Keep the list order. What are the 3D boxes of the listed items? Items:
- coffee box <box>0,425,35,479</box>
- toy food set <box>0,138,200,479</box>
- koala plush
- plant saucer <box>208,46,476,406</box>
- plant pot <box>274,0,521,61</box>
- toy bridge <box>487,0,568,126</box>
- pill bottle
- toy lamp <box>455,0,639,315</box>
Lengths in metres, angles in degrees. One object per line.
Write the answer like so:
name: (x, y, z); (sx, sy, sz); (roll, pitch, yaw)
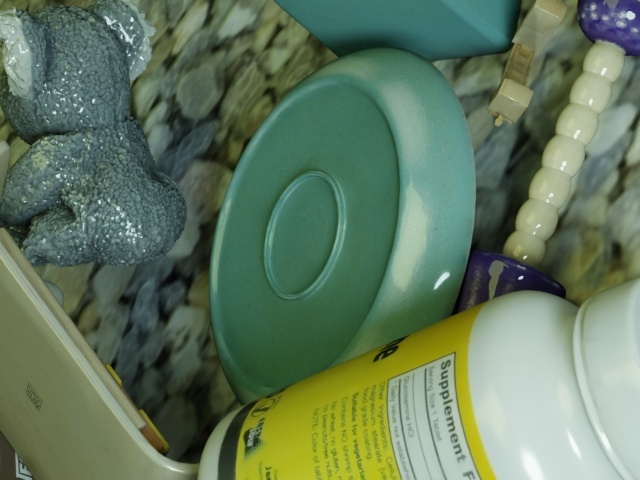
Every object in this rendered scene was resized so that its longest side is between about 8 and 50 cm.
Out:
coffee box: (-0.335, 0.245, 1.628); (0.297, 0.119, 0.168); (-30, 51, 27)
toy food set: (-0.181, 0.098, 1.450); (0.306, 0.092, 0.219); (52, 149, 14)
koala plush: (-0.209, -0.096, 1.605); (0.203, 0.196, 0.221); (7, 102, 37)
plant saucer: (0.000, 0.000, 1.454); (0.317, 0.044, 0.317); (-27, 56, 49)
plant pot: (0.031, -0.263, 1.484); (0.166, 0.234, 0.165); (-4, 66, 42)
toy bridge: (0.165, -0.162, 1.433); (0.188, 0.026, 0.063); (-65, 2, -25)
pill bottle: (0.098, 0.145, 1.244); (0.334, 0.188, 0.188); (-25, 54, 30)
toy lamp: (0.169, -0.043, 1.359); (0.080, 0.080, 0.274); (17, 80, 45)
